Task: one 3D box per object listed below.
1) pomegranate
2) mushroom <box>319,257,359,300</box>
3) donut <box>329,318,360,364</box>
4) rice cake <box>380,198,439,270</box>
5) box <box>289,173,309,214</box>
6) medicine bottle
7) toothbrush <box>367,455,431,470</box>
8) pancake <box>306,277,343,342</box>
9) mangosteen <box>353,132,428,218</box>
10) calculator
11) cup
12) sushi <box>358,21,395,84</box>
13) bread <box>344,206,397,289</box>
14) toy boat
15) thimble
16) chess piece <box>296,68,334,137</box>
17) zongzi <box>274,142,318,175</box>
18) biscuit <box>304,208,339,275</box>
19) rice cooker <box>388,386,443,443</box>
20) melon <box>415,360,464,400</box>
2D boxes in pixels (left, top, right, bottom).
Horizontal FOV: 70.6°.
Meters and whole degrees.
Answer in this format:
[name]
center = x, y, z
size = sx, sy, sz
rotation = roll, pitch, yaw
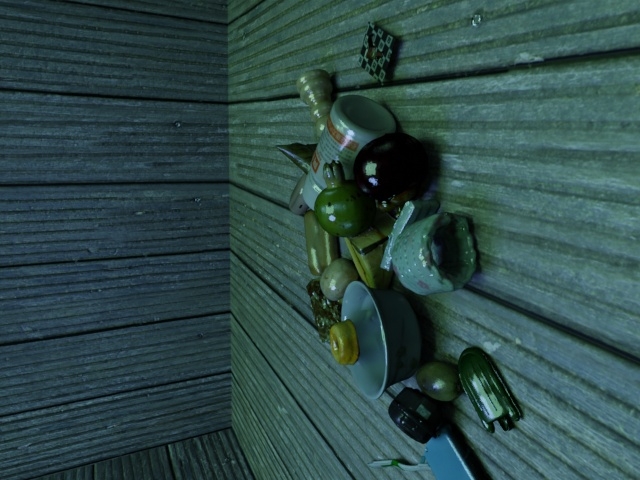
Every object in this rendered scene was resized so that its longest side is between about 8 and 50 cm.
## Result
[pomegranate]
center = 0.067, -0.122, 1.359
size = 0.202, 0.202, 0.248
rotation = 22, 133, 61
[mushroom]
center = 0.073, 0.145, 1.652
size = 0.127, 0.166, 0.166
rotation = 44, 158, -15
[donut]
center = 0.072, 0.320, 1.412
size = 0.152, 0.058, 0.152
rotation = 174, 90, -75
[rice cake]
center = 0.249, -0.016, 1.278
size = 0.043, 0.127, 0.237
rotation = 46, 133, 37
[box]
center = -0.069, -0.197, 1.904
size = 0.200, 0.088, 0.146
rotation = -50, 21, 51
[medicine bottle]
center = 0.081, -0.265, 1.480
size = 0.211, 0.210, 0.372
rotation = 68, 148, 32
[toothbrush]
center = 0.252, 0.740, 1.486
size = 0.040, 0.042, 0.418
rotation = -63, 7, -35
[pancake]
center = 0.065, 0.301, 1.800
size = 0.426, 0.066, 0.305
rotation = 9, 110, 62
[mangosteen]
center = 0.206, -0.174, 1.266
size = 0.211, 0.211, 0.250
rotation = 14, 129, 63
[calculator]
center = 0.374, 0.636, 1.210
size = 0.293, 0.051, 0.173
rotation = -120, 34, -42
[cup]
center = 0.196, 0.287, 1.364
size = 0.347, 0.163, 0.348
rotation = 176, 90, -74
[sushi]
center = 0.186, -0.588, 1.420
size = 0.201, 0.031, 0.139
rotation = -118, 34, -45
[bread]
center = 0.197, 0.045, 1.492
size = 0.168, 0.163, 0.264
rotation = 52, 170, 48
[toy boat]
center = 0.402, 0.362, 1.107
size = 0.104, 0.052, 0.210
rotation = -50, 48, 35
[thimble]
center = 0.291, 0.028, 1.149
size = 0.149, 0.185, 0.211
rotation = -22, 41, 61
[chess piece]
center = 0.009, -0.498, 1.705
size = 0.143, 0.142, 0.261
rotation = -43, 64, 58
[zongzi]
center = -0.062, -0.297, 1.776
size = 0.094, 0.204, 0.205
rotation = -49, 51, 43
[biscuit]
center = 0.000, 0.000, 1.862
size = 0.237, 0.062, 0.291
rotation = 169, 97, -65
[rice cooker]
center = 0.267, 0.487, 1.270
size = 0.142, 0.118, 0.203
rotation = 37, 172, 7
[melon]
center = 0.320, 0.379, 1.228
size = 0.162, 0.099, 0.099
rotation = 170, 95, -65
